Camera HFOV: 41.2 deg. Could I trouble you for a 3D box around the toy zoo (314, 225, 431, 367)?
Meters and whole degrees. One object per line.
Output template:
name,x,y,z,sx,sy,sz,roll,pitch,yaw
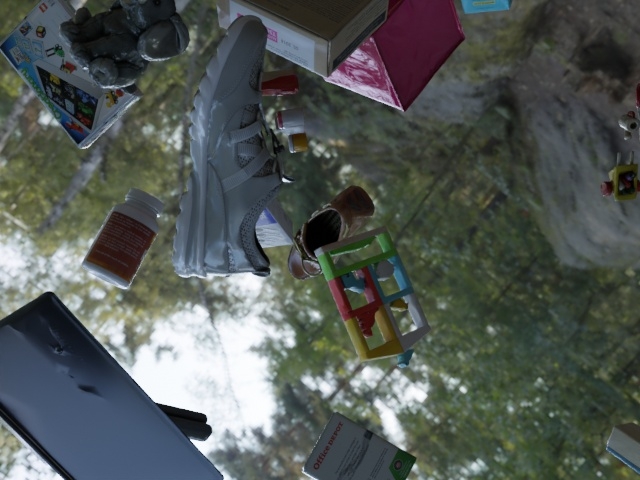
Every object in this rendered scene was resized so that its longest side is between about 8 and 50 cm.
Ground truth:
toy zoo,0.120,0.127,1.781,0.192,0.030,0.293,-17,-98,-38

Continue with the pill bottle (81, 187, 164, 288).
pill bottle,-0.451,-0.007,1.975,0.121,0.216,0.121,25,166,6

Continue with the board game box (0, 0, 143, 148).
board game box,-0.574,-0.389,1.952,0.305,0.193,0.053,52,-164,-1

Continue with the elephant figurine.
elephant figurine,-0.304,-0.371,1.444,0.169,0.239,0.186,52,-171,-15

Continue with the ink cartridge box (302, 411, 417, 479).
ink cartridge box,0.083,0.495,1.880,0.208,0.153,0.087,30,165,6

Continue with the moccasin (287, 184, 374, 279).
moccasin,0.002,0.003,2.189,0.139,0.147,0.380,56,144,4

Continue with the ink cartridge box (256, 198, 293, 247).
ink cartridge box,-0.117,-0.040,1.446,0.207,0.097,0.046,57,-153,-68

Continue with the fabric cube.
fabric cube,0.136,-0.499,1.953,0.258,0.259,0.254,28,162,36

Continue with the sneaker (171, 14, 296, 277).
sneaker,-0.079,-0.092,0.899,0.115,0.281,0.105,10,-164,-3

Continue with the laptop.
laptop,-0.378,0.237,1.387,0.382,0.236,0.408,52,179,-17

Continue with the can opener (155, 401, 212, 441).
can opener,-0.369,0.397,1.865,0.280,0.093,0.074,18,-155,-37

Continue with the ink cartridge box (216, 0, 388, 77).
ink cartridge box,-0.029,-0.402,1.452,0.235,0.193,0.088,30,148,18

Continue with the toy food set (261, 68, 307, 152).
toy food set,-0.096,-0.296,1.864,0.111,0.104,0.232,87,174,-59

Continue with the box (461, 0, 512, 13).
box,0.312,-0.570,1.683,0.100,0.060,0.244,2,141,28

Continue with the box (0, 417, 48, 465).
box,-0.579,0.333,1.630,0.231,0.056,0.183,46,153,-6

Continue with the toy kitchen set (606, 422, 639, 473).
toy kitchen set,0.535,0.378,1.323,0.207,0.166,0.122,1,-158,-37

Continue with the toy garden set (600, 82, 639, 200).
toy garden set,0.626,-0.178,1.548,0.204,0.244,0.049,-4,-156,-8
